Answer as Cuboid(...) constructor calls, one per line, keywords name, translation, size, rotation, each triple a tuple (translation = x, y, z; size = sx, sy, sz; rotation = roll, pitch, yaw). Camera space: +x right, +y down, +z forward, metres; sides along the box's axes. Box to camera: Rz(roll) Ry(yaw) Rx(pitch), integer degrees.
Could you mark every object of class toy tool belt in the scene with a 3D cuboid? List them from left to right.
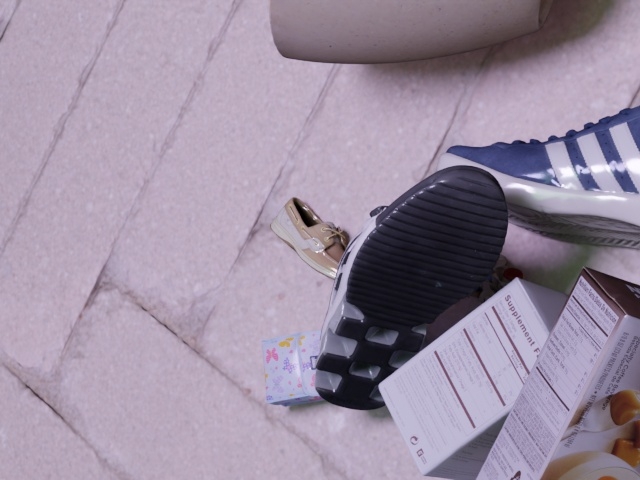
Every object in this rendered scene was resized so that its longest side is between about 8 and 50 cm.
Cuboid(name="toy tool belt", translation=(0.162, 0.038, 1.602), size=(0.083, 0.052, 0.051), rotation=(33, 131, 38))

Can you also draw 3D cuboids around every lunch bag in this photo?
Cuboid(name="lunch bag", translation=(-0.015, 0.131, 1.702), size=(0.083, 0.053, 0.071), rotation=(-10, 76, 24))

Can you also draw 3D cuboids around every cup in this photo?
Cuboid(name="cup", translation=(0.116, -0.309, 1.567), size=(0.237, 0.331, 0.331), rotation=(15, 89, 11))

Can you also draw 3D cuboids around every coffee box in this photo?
Cuboid(name="coffee box", translation=(0.247, 0.166, 1.418), size=(0.247, 0.141, 0.098), rotation=(-65, 22, 17))

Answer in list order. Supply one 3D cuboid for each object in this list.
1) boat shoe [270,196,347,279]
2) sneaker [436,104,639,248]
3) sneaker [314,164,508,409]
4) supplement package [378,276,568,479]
Cuboid(name="boat shoe", translation=(0.000, 0.000, 1.718), size=(0.135, 0.050, 0.045), rotation=(38, 108, 35))
Cuboid(name="sneaker", translation=(0.276, -0.075, 1.500), size=(0.350, 0.131, 0.148), rotation=(12, 81, 31))
Cuboid(name="sneaker", translation=(0.075, 0.012, 1.555), size=(0.330, 0.122, 0.146), rotation=(123, 161, -46))
Cuboid(name="supplement package", translation=(0.165, 0.134, 1.539), size=(0.179, 0.105, 0.105), rotation=(-40, 58, 22))
